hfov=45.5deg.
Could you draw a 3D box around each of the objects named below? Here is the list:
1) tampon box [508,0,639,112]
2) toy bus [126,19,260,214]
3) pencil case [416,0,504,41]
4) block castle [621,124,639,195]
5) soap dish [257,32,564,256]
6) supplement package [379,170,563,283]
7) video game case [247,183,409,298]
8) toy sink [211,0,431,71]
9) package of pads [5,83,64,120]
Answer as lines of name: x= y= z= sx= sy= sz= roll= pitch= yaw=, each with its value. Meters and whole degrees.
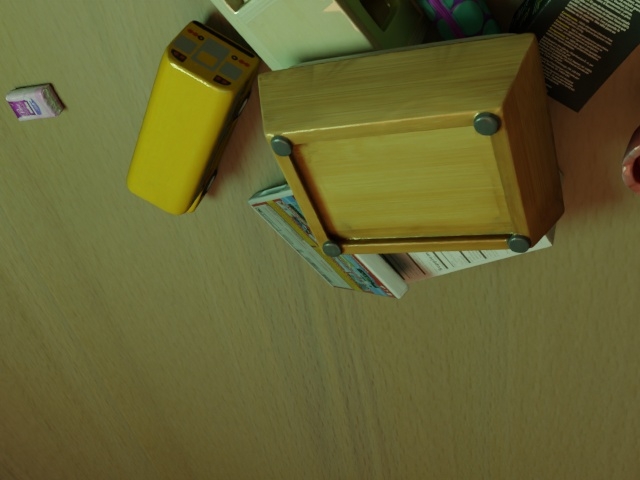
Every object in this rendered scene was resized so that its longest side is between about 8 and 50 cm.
tampon box: x=0.277 y=-0.241 z=0.781 sx=0.101 sy=0.120 sz=0.161 roll=29 pitch=139 yaw=-4
toy bus: x=-0.191 y=-0.150 z=1.091 sx=0.108 sy=0.130 sz=0.333 roll=29 pitch=138 yaw=-4
pencil case: x=0.164 y=-0.245 z=0.870 sx=0.064 sy=0.070 sz=0.152 roll=-21 pitch=121 yaw=39
block castle: x=0.509 y=-0.176 z=0.669 sx=0.303 sy=0.213 sz=0.453 roll=23 pitch=138 yaw=2
soap dish: x=0.095 y=-0.086 z=0.808 sx=0.290 sy=0.118 sz=0.229 roll=-3 pitch=135 yaw=24
supplement package: x=0.173 y=-0.052 z=1.011 sx=0.244 sy=0.139 sz=0.134 roll=-19 pitch=124 yaw=38
video game case: x=0.000 y=0.000 z=1.107 sx=0.204 sy=0.025 sz=0.285 roll=45 pitch=168 yaw=-12
toy sink: x=0.000 y=-0.276 z=0.856 sx=0.131 sy=0.153 sz=0.234 roll=-24 pitch=118 yaw=41
package of pads: x=-0.458 y=-0.221 z=1.221 sx=0.083 sy=0.032 sz=0.050 roll=-1 pitch=130 yaw=26
